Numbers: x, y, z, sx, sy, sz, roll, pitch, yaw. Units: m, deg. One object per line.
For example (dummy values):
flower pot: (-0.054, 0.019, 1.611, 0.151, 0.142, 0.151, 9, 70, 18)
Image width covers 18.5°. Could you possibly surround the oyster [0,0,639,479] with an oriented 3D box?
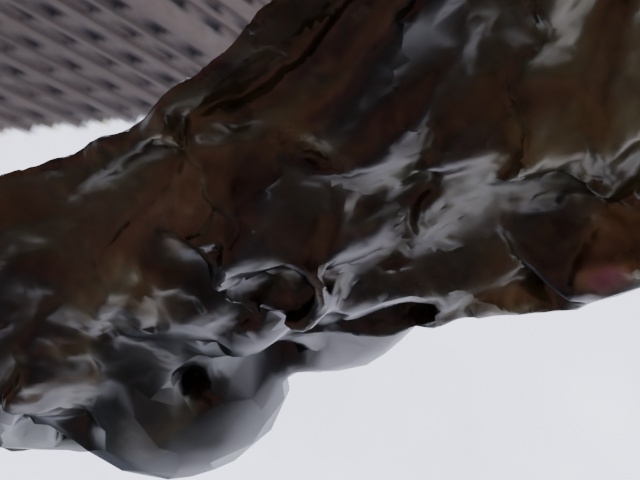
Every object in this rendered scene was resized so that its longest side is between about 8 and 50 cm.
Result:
oyster: (0.010, -0.005, 0.555, 0.361, 0.221, 0.096, -27, -93, 30)
